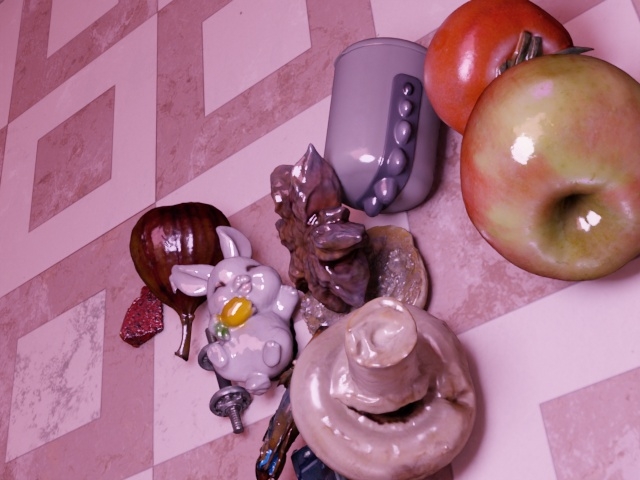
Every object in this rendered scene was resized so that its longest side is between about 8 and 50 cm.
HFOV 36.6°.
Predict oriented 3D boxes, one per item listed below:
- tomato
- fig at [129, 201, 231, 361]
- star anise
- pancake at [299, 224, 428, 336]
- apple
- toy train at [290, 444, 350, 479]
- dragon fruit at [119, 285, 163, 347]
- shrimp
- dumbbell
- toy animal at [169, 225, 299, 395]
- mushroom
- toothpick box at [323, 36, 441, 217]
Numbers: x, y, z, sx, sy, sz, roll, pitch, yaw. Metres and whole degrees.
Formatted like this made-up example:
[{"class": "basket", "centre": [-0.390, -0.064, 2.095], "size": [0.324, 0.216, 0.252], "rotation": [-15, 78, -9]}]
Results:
[{"class": "tomato", "centre": [0.297, -0.280, 1.606], "size": [0.255, 0.256, 0.224], "rotation": [-54, 23, 3]}, {"class": "fig", "centre": [-0.274, 0.087, 1.981], "size": [0.217, 0.217, 0.320], "rotation": [-19, 72, 34]}, {"class": "star anise", "centre": [0.002, -0.011, 1.670], "size": [0.108, 0.315, 0.315], "rotation": [-17, 41, -18]}, {"class": "pancake", "centre": [0.077, 0.093, 1.733], "size": [0.282, 0.049, 0.282], "rotation": [-26, 49, 34]}, {"class": "apple", "centre": [0.355, -0.115, 1.423], "size": [0.319, 0.319, 0.277], "rotation": [-35, 26, 22]}, {"class": "toy train", "centre": [0.058, 0.487, 1.491], "size": [0.086, 0.089, 0.409], "rotation": [-37, 47, 15]}, {"class": "dragon fruit", "centre": [-0.391, 0.168, 2.134], "size": [0.097, 0.063, 0.131], "rotation": [-8, 58, -1]}, {"class": "shrimp", "centre": [-0.052, 0.280, 1.666], "size": [0.222, 0.054, 0.290], "rotation": [142, 152, -76]}, {"class": "dumbbell", "centre": [-0.186, 0.264, 1.854], "size": [0.082, 0.082, 0.254], "rotation": [-41, 44, 17]}, {"class": "toy animal", "centre": [-0.150, 0.130, 1.821], "size": [0.208, 0.154, 0.325], "rotation": [-41, 54, -3]}, {"class": "mushroom", "centre": [0.100, 0.215, 1.447], "size": [0.293, 0.290, 0.292], "rotation": [0, 65, 0]}, {"class": "toothpick box", "centre": [0.116, -0.190, 1.745], "size": [0.229, 0.229, 0.316], "rotation": [-12, 60, 38]}]
